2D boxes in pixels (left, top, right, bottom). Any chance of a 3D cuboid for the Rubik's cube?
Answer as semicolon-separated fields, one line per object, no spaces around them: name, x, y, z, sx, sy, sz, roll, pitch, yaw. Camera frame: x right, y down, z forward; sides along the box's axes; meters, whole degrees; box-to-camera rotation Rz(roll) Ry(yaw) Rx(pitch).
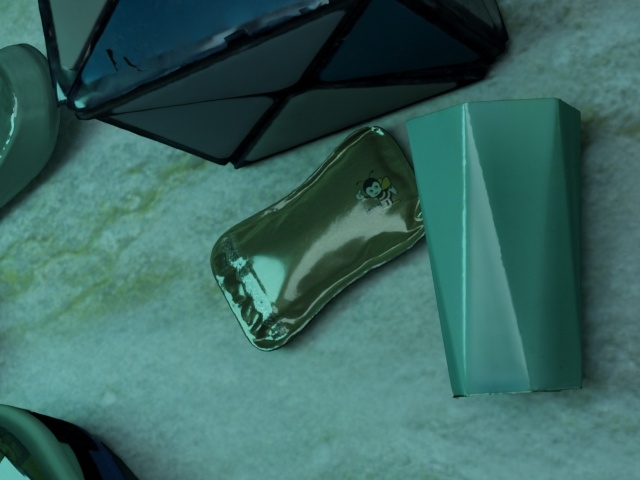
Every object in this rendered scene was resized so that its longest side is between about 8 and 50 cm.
Rubik's cube;-0.050;-0.260;1.250;0.310;0.305;0.307;-18;73;21

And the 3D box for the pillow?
pillow;0.000;0.000;1.326;0.217;0.033;0.130;-36;66;16

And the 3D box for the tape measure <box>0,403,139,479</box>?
tape measure;-0.294;0.282;1.355;0.259;0.138;0.262;-46;64;9

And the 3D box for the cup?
cup;0.148;0.010;1.196;0.148;0.134;0.236;-2;82;-3

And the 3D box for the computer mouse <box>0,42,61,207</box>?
computer mouse;-0.338;-0.100;1.490;0.231;0.079;0.128;-44;61;29
